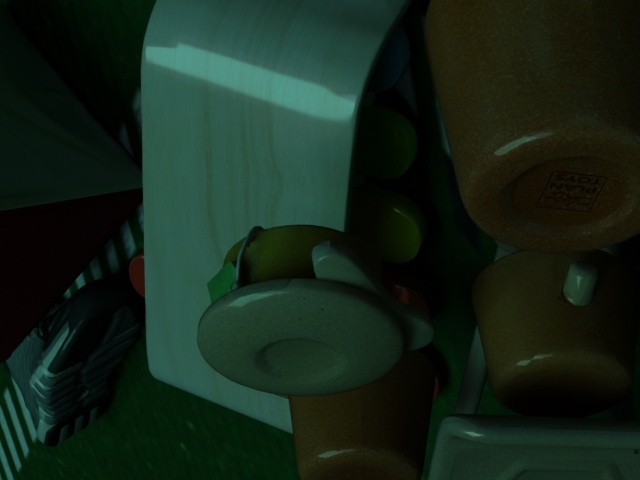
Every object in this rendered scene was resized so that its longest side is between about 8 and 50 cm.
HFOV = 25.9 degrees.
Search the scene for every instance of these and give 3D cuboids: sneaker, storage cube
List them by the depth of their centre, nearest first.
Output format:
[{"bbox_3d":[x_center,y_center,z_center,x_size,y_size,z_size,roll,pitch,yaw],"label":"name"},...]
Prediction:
[{"bbox_3d":[-0.267,-0.027,0.920,0.193,0.215,0.183,-46,75,25],"label":"storage cube"},{"bbox_3d":[-0.218,0.064,1.081,0.132,0.086,0.228,51,146,15],"label":"sneaker"}]

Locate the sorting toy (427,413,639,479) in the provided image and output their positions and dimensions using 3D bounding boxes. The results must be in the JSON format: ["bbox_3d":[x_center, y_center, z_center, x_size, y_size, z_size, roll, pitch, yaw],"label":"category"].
[{"bbox_3d":[0.137,0.141,0.640,0.208,0.193,0.038,97,174,-45],"label":"sorting toy"}]

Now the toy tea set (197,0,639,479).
[{"bbox_3d":[0.064,-0.005,0.594,0.200,0.124,0.336,27,138,-32],"label":"toy tea set"}]

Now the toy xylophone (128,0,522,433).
[{"bbox_3d":[0.000,0.000,0.743,0.236,0.081,0.322,26,133,12],"label":"toy xylophone"}]
